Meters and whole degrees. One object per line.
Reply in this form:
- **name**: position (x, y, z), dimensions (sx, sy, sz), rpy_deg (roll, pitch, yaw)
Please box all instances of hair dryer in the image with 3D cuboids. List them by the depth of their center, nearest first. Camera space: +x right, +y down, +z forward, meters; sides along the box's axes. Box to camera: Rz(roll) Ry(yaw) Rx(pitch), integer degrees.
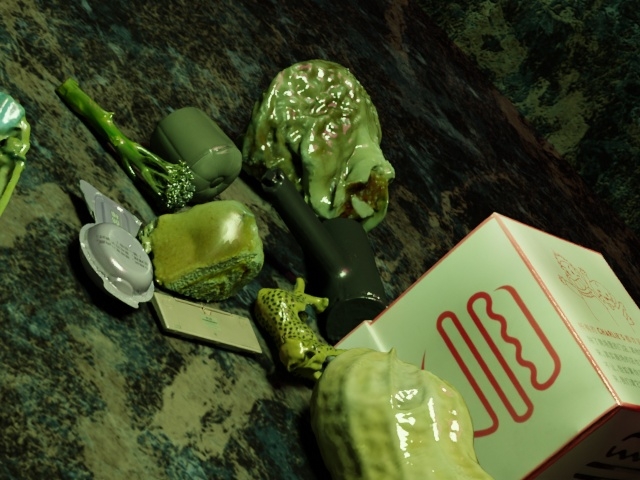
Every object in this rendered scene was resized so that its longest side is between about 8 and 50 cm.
- **hair dryer**: position (0.000, 0.000, 2.162), dimensions (0.251, 0.089, 0.197), rpy_deg (55, 13, -34)

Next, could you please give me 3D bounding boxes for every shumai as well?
- **shumai**: position (0.016, -0.117, 2.335), dimensions (0.218, 0.189, 0.256), rpy_deg (52, 27, 22)

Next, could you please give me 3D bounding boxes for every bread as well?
- **bread**: position (-0.127, 0.006, 1.958), dimensions (0.156, 0.110, 0.103), rpy_deg (8, 49, -57)

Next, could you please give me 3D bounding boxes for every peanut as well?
- **peanut**: position (0.099, 0.258, 1.869), dimensions (0.158, 0.174, 0.340), rpy_deg (93, -20, -51)

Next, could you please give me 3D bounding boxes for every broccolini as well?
- **broccolini**: position (-0.236, -0.125, 2.049), dimensions (0.216, 0.058, 0.067), rpy_deg (49, 24, 6)

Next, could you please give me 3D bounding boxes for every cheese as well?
- **cheese**: position (-0.226, 0.008, 1.849), dimensions (0.105, 0.042, 0.191), rpy_deg (36, 23, -29)

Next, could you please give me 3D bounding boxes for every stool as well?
- **stool**: position (-0.160, -0.110, 2.121), dimensions (0.110, 0.096, 0.096), rpy_deg (51, 21, 25)

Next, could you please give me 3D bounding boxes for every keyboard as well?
- **keyboard**: position (-0.132, 0.096, 1.911), dimensions (0.166, 0.017, 0.055), rpy_deg (20, 38, -50)

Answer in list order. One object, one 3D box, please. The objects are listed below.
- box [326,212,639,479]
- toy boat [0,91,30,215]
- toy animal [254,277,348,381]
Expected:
- **box**: position (0.253, 0.192, 2.079), dimensions (0.314, 0.300, 0.312), rpy_deg (17, 37, -53)
- **toy boat**: position (-0.365, -0.062, 1.664), dimensions (0.111, 0.084, 0.276), rpy_deg (42, 24, -20)
- **toy animal**: position (-0.032, 0.102, 2.019), dimensions (0.136, 0.073, 0.181), rpy_deg (21, 31, -46)
